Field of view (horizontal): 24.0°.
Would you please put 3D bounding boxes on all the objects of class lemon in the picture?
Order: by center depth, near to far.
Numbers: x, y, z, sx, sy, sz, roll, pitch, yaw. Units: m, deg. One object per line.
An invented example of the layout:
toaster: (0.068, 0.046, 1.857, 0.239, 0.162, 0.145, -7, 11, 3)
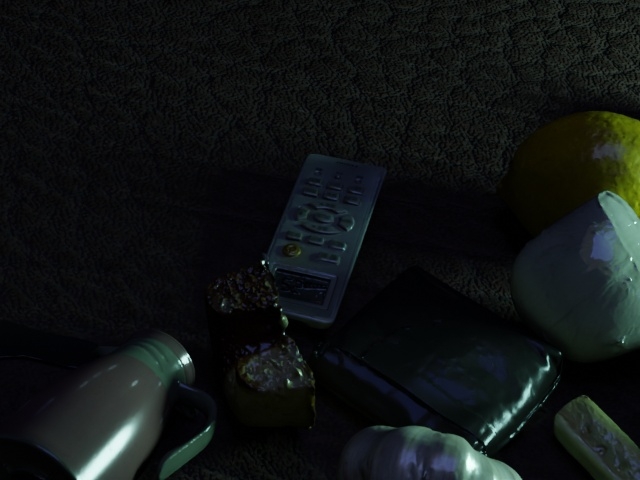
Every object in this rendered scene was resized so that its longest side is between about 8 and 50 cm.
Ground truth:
lemon: (0.355, -0.078, 1.987, 0.256, 0.188, 0.188, -8, 31, 28)

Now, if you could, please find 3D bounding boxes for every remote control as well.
remote control: (0.000, 0.000, 1.922, 0.109, 0.055, 0.313, 13, 44, 8)

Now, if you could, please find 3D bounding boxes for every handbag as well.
handbag: (0.136, 0.146, 1.764, 0.246, 0.080, 0.223, 31, 44, 21)

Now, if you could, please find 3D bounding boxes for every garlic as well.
garlic: (0.094, 0.310, 1.528, 0.199, 0.199, 0.226, 16, 72, 3)

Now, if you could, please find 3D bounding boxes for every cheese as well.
cheese: (0.332, 0.059, 1.844, 0.189, 0.154, 0.198, -29, 83, 7)

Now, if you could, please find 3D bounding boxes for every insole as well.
insole: (-0.342, 0.118, 1.720, 0.188, 0.004, 0.064, 11, 40, -4)

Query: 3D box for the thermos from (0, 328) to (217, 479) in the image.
thermos: (-0.217, 0.198, 1.562, 0.176, 0.146, 0.265, 23, 36, 17)

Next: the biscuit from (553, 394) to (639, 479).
biscuit: (0.339, 0.259, 1.714, 0.056, 0.052, 0.188, -28, 53, -18)

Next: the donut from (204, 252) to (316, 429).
donut: (-0.070, 0.137, 1.678, 0.085, 0.141, 0.217, -11, 37, -13)
